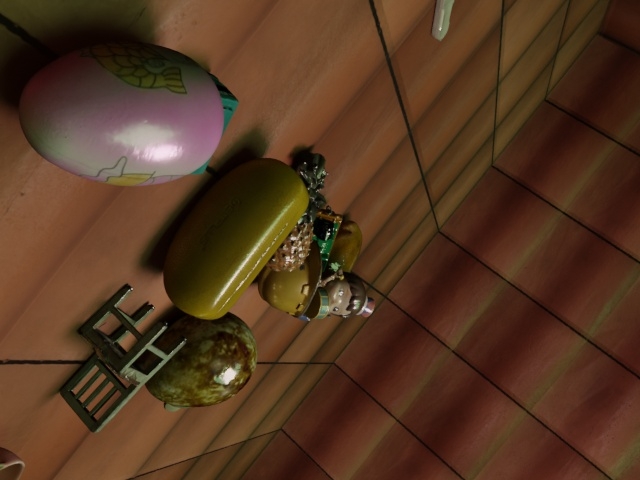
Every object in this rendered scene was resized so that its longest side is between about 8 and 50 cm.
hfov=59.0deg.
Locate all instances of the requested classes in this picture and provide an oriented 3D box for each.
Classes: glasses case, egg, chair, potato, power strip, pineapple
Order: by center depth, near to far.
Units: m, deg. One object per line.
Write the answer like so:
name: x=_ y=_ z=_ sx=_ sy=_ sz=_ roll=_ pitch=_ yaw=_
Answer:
egg: x=-0.253 y=-0.163 z=0.756 sx=0.271 sy=0.196 sz=0.196 roll=-37 pitch=157 yaw=-49
chair: x=-0.434 y=0.247 z=1.174 sx=0.270 sy=0.136 sz=0.147 roll=-45 pitch=158 yaw=-13
glasses case: x=-0.189 y=-0.016 z=1.190 sx=0.371 sy=0.173 sz=0.141 roll=-52 pitch=161 yaw=-4
egg: x=-0.298 y=0.298 z=1.416 sx=0.289 sy=0.238 sz=0.238 roll=-24 pitch=148 yaw=-35
pineapple: x=-0.060 y=-0.075 z=1.452 sx=0.170 sy=0.141 sz=0.310 roll=-12 pitch=130 yaw=-51
power strip: x=0.324 y=-0.604 z=1.493 sx=0.047 sy=0.030 sz=0.191 roll=-44 pitch=159 yaw=-17
potato: x=0.017 y=0.095 z=1.897 sx=0.369 sy=0.195 sz=0.176 roll=-53 pitch=-154 yaw=-15

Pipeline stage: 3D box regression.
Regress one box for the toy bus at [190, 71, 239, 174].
toy bus: x=-0.208 y=-0.196 z=0.953 sx=0.160 sy=0.091 sz=0.079 roll=-58 pitch=161 yaw=19

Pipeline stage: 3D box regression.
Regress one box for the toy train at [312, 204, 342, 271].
toy train: x=0.000 y=0.000 z=1.679 sx=0.136 sy=0.091 sz=0.228 roll=-85 pitch=-169 yaw=-46

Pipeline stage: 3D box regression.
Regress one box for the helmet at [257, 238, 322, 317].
helmet: x=-0.107 y=0.104 z=1.610 sx=0.140 sy=0.205 sz=0.257 roll=7 pitch=141 yaw=-21

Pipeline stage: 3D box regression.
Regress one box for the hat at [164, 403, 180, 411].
hat: x=-0.422 y=0.483 z=1.720 sx=0.122 sy=0.081 sz=0.166 roll=-27 pitch=159 yaw=-45

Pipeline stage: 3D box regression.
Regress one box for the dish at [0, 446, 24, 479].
dish: x=-0.687 y=0.465 z=1.072 sx=0.213 sy=0.090 sz=0.213 roll=-42 pitch=160 yaw=-19

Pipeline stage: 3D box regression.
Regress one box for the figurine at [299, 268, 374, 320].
figurine: x=0.048 y=0.173 z=1.728 sx=0.275 sy=0.158 sz=0.161 roll=0 pitch=118 yaw=-36
